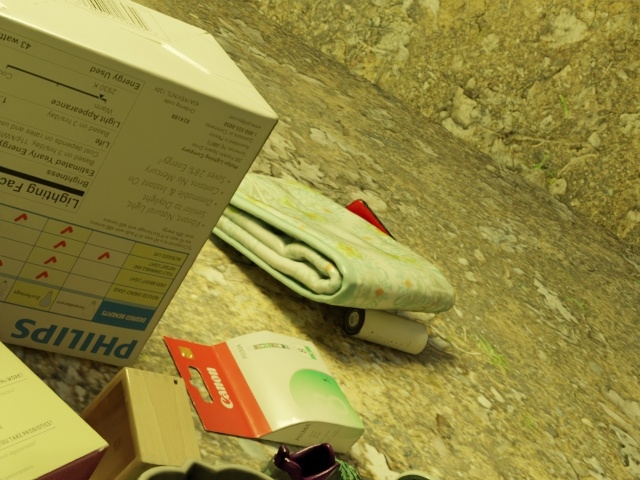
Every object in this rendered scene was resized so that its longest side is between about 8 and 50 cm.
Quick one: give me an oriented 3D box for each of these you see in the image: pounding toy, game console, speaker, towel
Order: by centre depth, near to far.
[{"bbox_3d":[-0.184,0.210,1.191,0.100,0.141,0.130,18,40,-37],"label":"pounding toy"},{"bbox_3d":[0.104,0.140,1.867,0.136,0.055,0.055,19,25,-34],"label":"speaker"},{"bbox_3d":[0.000,0.000,1.896,0.374,0.090,0.320,34,18,35],"label":"towel"},{"bbox_3d":[0.095,-0.012,2.113,0.144,0.124,0.085,51,46,-5],"label":"game console"}]

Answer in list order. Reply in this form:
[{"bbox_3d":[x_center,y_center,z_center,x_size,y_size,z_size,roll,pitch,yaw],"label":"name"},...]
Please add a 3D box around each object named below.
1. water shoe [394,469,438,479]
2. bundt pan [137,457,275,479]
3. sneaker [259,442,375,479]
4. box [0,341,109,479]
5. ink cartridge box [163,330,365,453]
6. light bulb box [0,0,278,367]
[{"bbox_3d":[0.134,0.351,1.408,0.080,0.073,0.203,11,30,-42],"label":"water shoe"},{"bbox_3d":[-0.061,0.351,1.036,0.330,0.124,0.331,28,21,-12],"label":"bundt pan"},{"bbox_3d":[0.016,0.278,1.355,0.223,0.098,0.083,10,30,-47],"label":"sneaker"},{"bbox_3d":[-0.351,0.167,1.023,0.243,0.117,0.213,40,21,15],"label":"box"},{"bbox_3d":[-0.072,0.181,1.513,0.224,0.056,0.181,20,24,-38],"label":"ink cartridge box"},{"bbox_3d":[-0.308,-0.089,1.318,0.357,0.361,0.225,17,24,-38],"label":"light bulb box"}]
